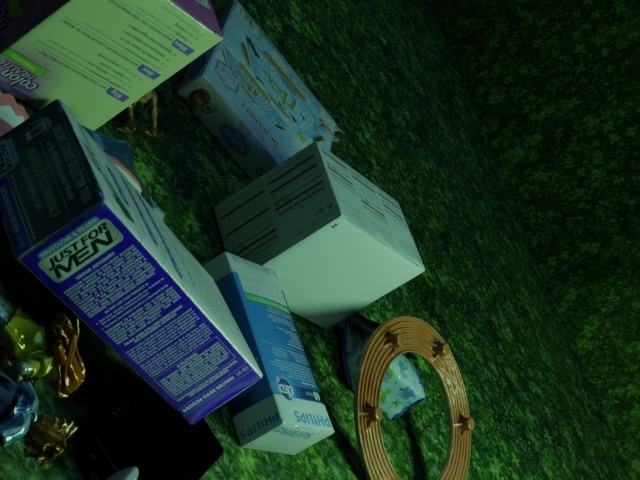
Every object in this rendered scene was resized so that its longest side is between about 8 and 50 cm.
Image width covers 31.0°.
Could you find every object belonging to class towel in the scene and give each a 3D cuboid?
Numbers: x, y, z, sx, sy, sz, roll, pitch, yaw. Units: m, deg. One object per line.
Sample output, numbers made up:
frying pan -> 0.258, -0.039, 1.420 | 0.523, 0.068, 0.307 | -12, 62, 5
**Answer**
towel -> -0.279, -0.108, 1.449 | 0.119, 0.029, 0.067 | 24, 40, -58

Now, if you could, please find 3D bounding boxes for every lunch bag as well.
lunch bag -> 0.100, 0.201, 1.921 | 0.129, 0.096, 0.151 | 46, 15, -37

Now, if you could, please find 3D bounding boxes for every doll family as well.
doll family -> -0.294, 0.124, 1.064 | 0.163, 0.118, 0.263 | 51, 21, -21

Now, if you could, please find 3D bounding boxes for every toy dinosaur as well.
toy dinosaur -> -0.255, -0.206, 1.676 | 0.211, 0.064, 0.112 | 76, 16, -79

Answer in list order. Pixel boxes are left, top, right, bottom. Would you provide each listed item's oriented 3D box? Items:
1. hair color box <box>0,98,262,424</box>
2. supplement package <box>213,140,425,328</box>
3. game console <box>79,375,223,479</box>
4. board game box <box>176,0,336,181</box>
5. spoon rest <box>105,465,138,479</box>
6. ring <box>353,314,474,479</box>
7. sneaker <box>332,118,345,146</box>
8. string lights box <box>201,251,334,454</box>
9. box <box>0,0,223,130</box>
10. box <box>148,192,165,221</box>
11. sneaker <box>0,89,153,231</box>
hair color box -> -0.205, 0.031, 1.226 | 0.185, 0.110, 0.339 | 57, 0, 44
supplement package -> 0.000, 0.000, 1.802 | 0.262, 0.204, 0.145 | 32, 32, -51
game console -> -0.129, 0.321, 1.283 | 0.361, 0.044, 0.213 | 59, 20, -2
board game box -> -0.103, -0.234, 2.062 | 0.319, 0.065, 0.318 | 50, 27, -23
spoon rest -> -0.162, 0.353, 1.125 | 0.276, 0.084, 0.137 | 67, 29, -14
ring -> 0.160, 0.285, 1.842 | 0.336, 0.032, 0.337 | 19, 66, -51
sneaker -> -0.001, -0.245, 2.385 | 0.135, 0.052, 0.058 | 43, 15, -54
string lights box -> -0.083, 0.154, 1.576 | 0.133, 0.076, 0.260 | 25, 38, -56
box -> -0.289, -0.275, 1.458 | 0.213, 0.243, 0.117 | 27, 37, -55
box -> -0.283, -0.067, 1.478 | 0.207, 0.036, 0.114 | 47, 23, -28
sneaker -> -0.322, -0.051, 1.303 | 0.313, 0.116, 0.136 | 33, 44, -40
